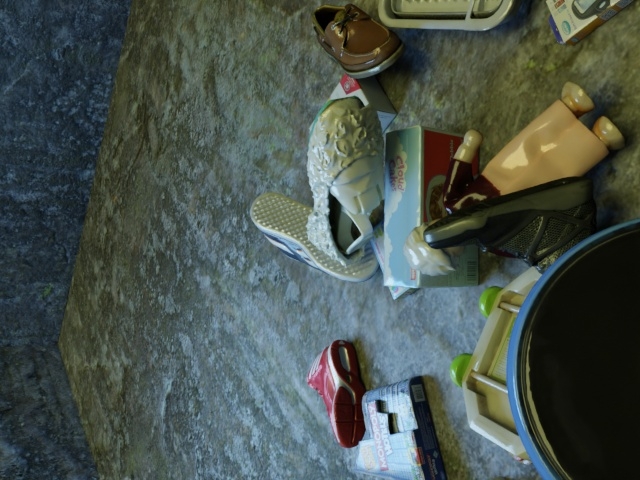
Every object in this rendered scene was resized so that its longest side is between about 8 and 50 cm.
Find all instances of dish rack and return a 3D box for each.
[{"bbox_3d":[0.247,-0.508,1.093,0.332,0.072,0.286,26,110,51],"label":"dish rack"}]

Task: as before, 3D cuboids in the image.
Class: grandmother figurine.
[{"bbox_3d":[0.267,-0.063,0.920,0.342,0.104,0.208,-39,70,16],"label":"grandmother figurine"}]

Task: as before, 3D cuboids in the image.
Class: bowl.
[{"bbox_3d":[0.402,0.154,0.688,0.391,0.077,0.391,-6,74,23],"label":"bowl"}]

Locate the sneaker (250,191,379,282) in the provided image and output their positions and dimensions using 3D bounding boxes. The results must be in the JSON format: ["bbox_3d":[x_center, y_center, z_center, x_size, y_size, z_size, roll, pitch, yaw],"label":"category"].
[{"bbox_3d":[0.000,0.000,1.370,0.321,0.127,0.126,31,79,26],"label":"sneaker"}]

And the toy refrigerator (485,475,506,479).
[{"bbox_3d":[0.245,0.525,1.024,0.102,0.094,0.270,46,123,45],"label":"toy refrigerator"}]

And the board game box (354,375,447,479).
[{"bbox_3d":[0.133,0.378,1.210,0.194,0.060,0.194,-33,62,47],"label":"board game box"}]

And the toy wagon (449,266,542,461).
[{"bbox_3d":[0.324,0.132,0.898,0.345,0.068,0.267,-66,22,-5],"label":"toy wagon"}]

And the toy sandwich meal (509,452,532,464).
[{"bbox_3d":[0.315,0.312,0.993,0.085,0.029,0.086,-4,85,53],"label":"toy sandwich meal"}]

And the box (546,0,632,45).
[{"bbox_3d":[0.394,-0.353,0.925,0.136,0.028,0.081,-35,61,45],"label":"box"}]

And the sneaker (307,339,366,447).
[{"bbox_3d":[0.034,0.335,1.345,0.128,0.087,0.221,137,137,-54],"label":"sneaker"}]

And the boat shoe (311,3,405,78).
[{"bbox_3d":[0.056,-0.404,1.246,0.110,0.104,0.307,-42,31,-4],"label":"boat shoe"}]

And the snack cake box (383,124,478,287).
[{"bbox_3d":[0.191,-0.052,1.077,0.089,0.152,0.265,-2,87,54],"label":"snack cake box"}]

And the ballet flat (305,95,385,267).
[{"bbox_3d":[0.058,-0.079,1.104,0.409,0.146,0.147,94,159,-61],"label":"ballet flat"}]

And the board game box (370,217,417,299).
[{"bbox_3d":[0.157,0.023,1.217,0.103,0.026,0.154,-42,55,37],"label":"board game box"}]

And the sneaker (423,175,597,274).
[{"bbox_3d":[0.258,0.003,0.841,0.087,0.227,0.130,-80,-24,-81],"label":"sneaker"}]

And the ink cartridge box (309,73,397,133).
[{"bbox_3d":[0.063,-0.251,1.325,0.175,0.072,0.128,-51,50,39],"label":"ink cartridge box"}]
